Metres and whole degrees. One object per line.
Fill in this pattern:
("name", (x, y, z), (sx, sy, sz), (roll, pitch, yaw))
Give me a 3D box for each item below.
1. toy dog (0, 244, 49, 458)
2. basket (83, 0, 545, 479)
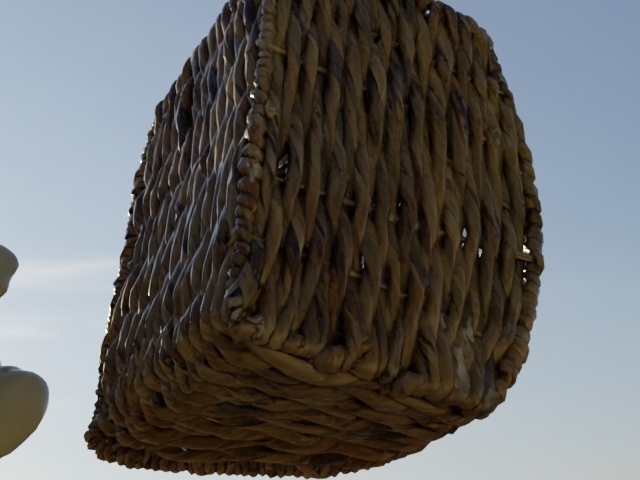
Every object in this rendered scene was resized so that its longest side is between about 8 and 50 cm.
("toy dog", (-0.459, -0.010, 0.808), (0.395, 0.284, 0.408), (-20, -51, 0))
("basket", (0.000, 0.000, 0.677), (0.213, 0.299, 0.223), (19, -36, -23))
